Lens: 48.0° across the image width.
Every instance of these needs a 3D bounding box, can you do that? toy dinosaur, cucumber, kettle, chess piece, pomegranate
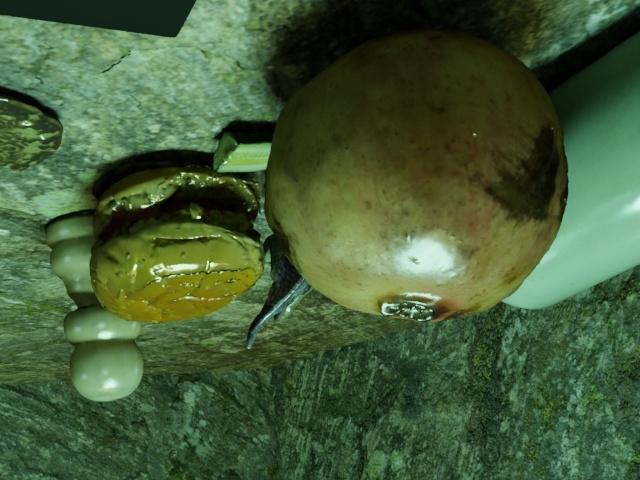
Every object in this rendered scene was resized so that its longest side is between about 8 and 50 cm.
[{"bbox_3d":[-0.028,0.005,0.974,0.077,0.294,0.162,17,-179,-11],"label":"toy dinosaur"},{"bbox_3d":[-0.072,-0.112,0.866,0.107,0.035,0.067,-5,154,-38],"label":"cucumber"},{"bbox_3d":[0.388,-0.109,0.878,0.361,0.250,0.376,-25,173,-34],"label":"kettle"},{"bbox_3d":[-0.321,0.100,1.042,0.142,0.261,0.143,-7,166,-2],"label":"chess piece"},{"bbox_3d":[0.094,-0.057,0.734,0.321,0.323,0.322,-10,165,-3],"label":"pomegranate"}]

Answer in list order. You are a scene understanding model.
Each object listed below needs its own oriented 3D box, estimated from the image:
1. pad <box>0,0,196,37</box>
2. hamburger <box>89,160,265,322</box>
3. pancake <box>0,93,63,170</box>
[{"bbox_3d":[-0.142,-0.217,0.490,0.170,0.006,0.245,-2,162,-30],"label":"pad"},{"bbox_3d":[-0.188,0.008,0.946,0.244,0.163,0.244,-3,158,-1],"label":"hamburger"},{"bbox_3d":[-0.354,-0.107,0.724,0.184,0.020,0.190,-9,164,-8],"label":"pancake"}]
